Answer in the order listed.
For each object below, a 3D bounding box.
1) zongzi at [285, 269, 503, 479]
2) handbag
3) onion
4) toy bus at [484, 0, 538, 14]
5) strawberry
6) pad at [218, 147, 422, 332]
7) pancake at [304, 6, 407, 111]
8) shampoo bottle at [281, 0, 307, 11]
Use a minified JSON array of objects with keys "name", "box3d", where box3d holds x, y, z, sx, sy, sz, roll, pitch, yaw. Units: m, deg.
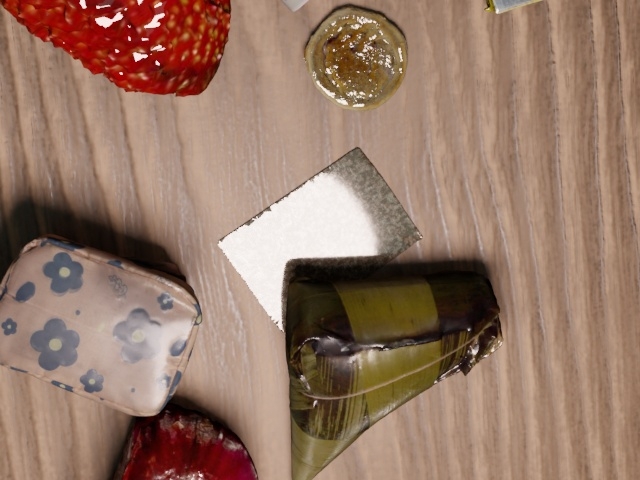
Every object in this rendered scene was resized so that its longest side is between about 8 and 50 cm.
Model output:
[{"name":"zongzi","box3d":[0.095,0.196,1.850,0.289,0.154,0.317,-3,121,-7]},{"name":"handbag","box3d":[-0.283,0.095,1.764,0.251,0.193,0.190,22,93,-5]},{"name":"onion","box3d":[-0.173,0.330,1.810,0.206,0.216,0.207,21,91,-11]},{"name":"toy bus","box3d":[0.220,-0.406,1.756,0.081,0.074,0.226,-19,101,-1]},{"name":"strawberry","box3d":[-0.235,-0.345,1.662,0.343,0.292,0.292,28,98,-26]},{"name":"pad","box3d":[0.000,0.000,1.857,0.235,0.003,0.158,-35,101,4]},{"name":"pancake","box3d":[0.049,-0.238,1.804,0.139,0.022,0.139,-1,101,-4]},{"name":"shampoo bottle","box3d":[-0.106,-0.428,1.725,0.092,0.092,0.303,-43,99,5]}]
